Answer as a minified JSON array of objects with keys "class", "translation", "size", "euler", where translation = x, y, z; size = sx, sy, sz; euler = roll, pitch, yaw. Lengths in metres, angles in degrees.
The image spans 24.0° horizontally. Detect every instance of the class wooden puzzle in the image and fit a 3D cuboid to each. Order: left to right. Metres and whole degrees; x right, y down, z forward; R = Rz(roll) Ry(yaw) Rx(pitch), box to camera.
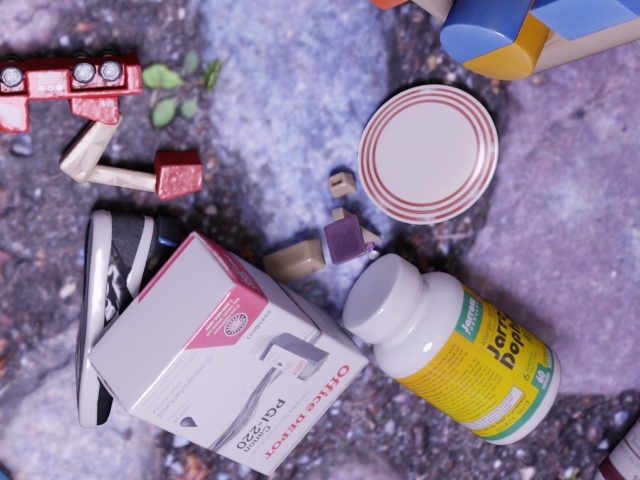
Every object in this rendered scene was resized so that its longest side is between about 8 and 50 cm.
[{"class":"wooden puzzle","translation":[0.142,-0.232,1.255],"size":[0.348,0.322,0.080],"euler":[27,73,-22]}]

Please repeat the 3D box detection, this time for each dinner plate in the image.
[{"class":"dinner plate","translation":[0.103,-0.084,1.460],"size":[0.141,0.017,0.141],"euler":[-4,110,-12]}]

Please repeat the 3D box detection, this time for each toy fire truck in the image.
[{"class":"toy fire truck","translation":[-0.206,-0.102,1.365],"size":[0.192,0.047,0.135],"euler":[-5,112,-11]}]

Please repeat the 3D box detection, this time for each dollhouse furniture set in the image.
[{"class":"dollhouse furniture set","translation":[0.000,0.000,1.472],"size":[0.114,0.091,0.081],"euler":[-22,158,19]}]

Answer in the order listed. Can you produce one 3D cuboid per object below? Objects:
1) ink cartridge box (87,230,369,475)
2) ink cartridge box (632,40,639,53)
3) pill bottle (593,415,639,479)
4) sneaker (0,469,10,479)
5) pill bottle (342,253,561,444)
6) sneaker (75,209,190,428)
[{"class":"ink cartridge box","translation":[-0.081,0.111,1.403],"size":[0.158,0.092,0.218],"euler":[-49,140,6]},{"class":"ink cartridge box","translation":[0.370,-0.262,1.401],"size":[0.207,0.117,0.283],"euler":[-42,114,4]},{"class":"pill bottle","translation":[0.425,0.242,1.542],"size":[0.224,0.224,0.392],"euler":[34,100,-22]},{"class":"sneaker","translation":[-0.458,0.285,1.431],"size":[0.340,0.125,0.140],"euler":[-7,139,-13]},{"class":"pill bottle","translation":[0.127,0.103,1.479],"size":[0.208,0.117,0.117],"euler":[35,99,-21]},{"class":"sneaker","translation":[-0.166,0.080,1.424],"size":[0.121,0.079,0.217],"euler":[3,109,-14]}]
